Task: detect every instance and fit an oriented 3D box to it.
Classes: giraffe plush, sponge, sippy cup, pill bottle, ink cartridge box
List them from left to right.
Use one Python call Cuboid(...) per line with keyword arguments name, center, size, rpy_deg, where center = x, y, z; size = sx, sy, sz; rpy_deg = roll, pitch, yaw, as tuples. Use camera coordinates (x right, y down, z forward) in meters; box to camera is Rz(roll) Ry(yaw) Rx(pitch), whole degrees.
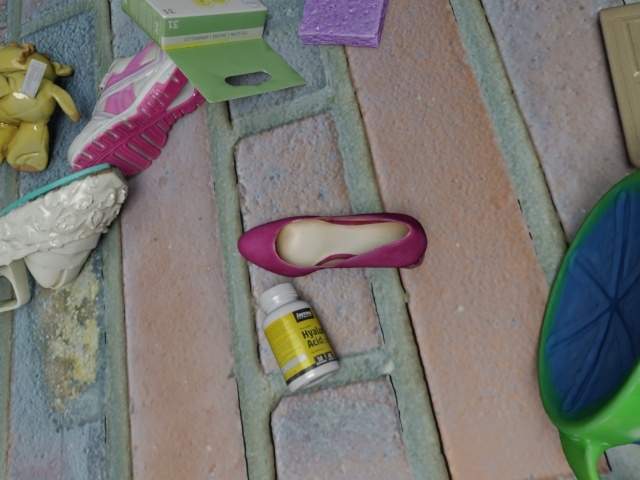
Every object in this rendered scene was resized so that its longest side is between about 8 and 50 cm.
Cuboid(name="giraffe plush", center=(-0.482, -0.237, 0.756), size=(0.210, 0.181, 0.171), rpy_deg=(-37, 46, 14))
Cuboid(name="ink cartridge box", center=(-0.144, -0.293, 0.671), size=(0.171, 0.056, 0.235), rpy_deg=(-25, 61, -36))
Cuboid(name="pill bottle", center=(-0.029, 0.111, 0.565), size=(0.065, 0.065, 0.116), rpy_deg=(-31, 69, 6))
Cuboid(name="sponge", center=(0.046, -0.380, 0.702), size=(0.117, 0.031, 0.210), rpy_deg=(8, 78, 18))
Cuboid(name="sippy cup", center=(0.337, 0.082, 0.396), size=(0.224, 0.240, 0.306), rpy_deg=(17, 119, 9))

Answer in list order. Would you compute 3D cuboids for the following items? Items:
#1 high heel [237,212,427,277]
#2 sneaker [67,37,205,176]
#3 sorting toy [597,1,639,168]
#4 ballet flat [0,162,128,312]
Cuboid(name="high heel", center=(0.000, 0.000, 0.560), size=(0.244, 0.117, 0.082), rpy_deg=(8, 77, 18))
Cuboid(name="sneaker", center=(-0.275, -0.196, 0.711), size=(0.111, 0.103, 0.252), rpy_deg=(38, 79, 23))
Cuboid(name="sorting toy", center=(0.486, -0.189, 0.521), size=(0.307, 0.041, 0.229), rpy_deg=(-5, 69, 14))
Cuboid(name="ballet flat", center=(-0.427, 0.022, 0.689), size=(0.408, 0.147, 0.147), rpy_deg=(-21, 70, 13))
